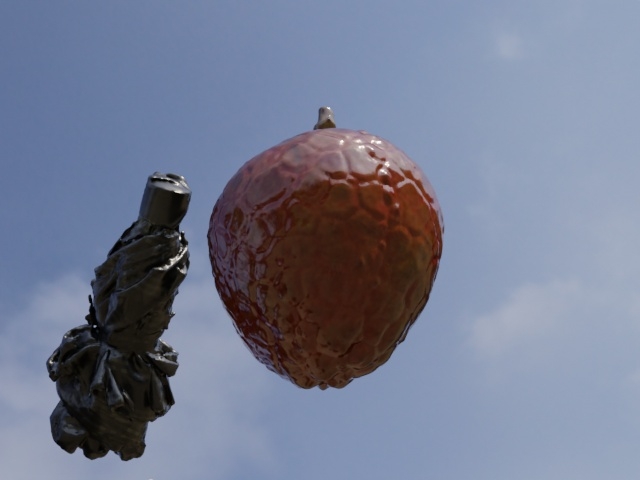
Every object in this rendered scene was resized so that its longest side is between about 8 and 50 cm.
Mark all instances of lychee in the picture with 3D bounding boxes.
[{"bbox_3d":[0.000,0.000,1.049,0.255,0.300,0.255,-15,-26,-8],"label":"lychee"}]

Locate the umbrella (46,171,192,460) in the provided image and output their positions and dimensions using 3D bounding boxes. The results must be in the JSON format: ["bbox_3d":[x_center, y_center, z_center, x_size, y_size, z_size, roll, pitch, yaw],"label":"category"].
[{"bbox_3d":[-0.207,0.097,1.173,0.336,0.154,0.128,-61,-15,16],"label":"umbrella"}]

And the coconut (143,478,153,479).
[{"bbox_3d":[-0.271,0.421,1.485,0.171,0.171,0.183,12,-40,-44],"label":"coconut"}]
